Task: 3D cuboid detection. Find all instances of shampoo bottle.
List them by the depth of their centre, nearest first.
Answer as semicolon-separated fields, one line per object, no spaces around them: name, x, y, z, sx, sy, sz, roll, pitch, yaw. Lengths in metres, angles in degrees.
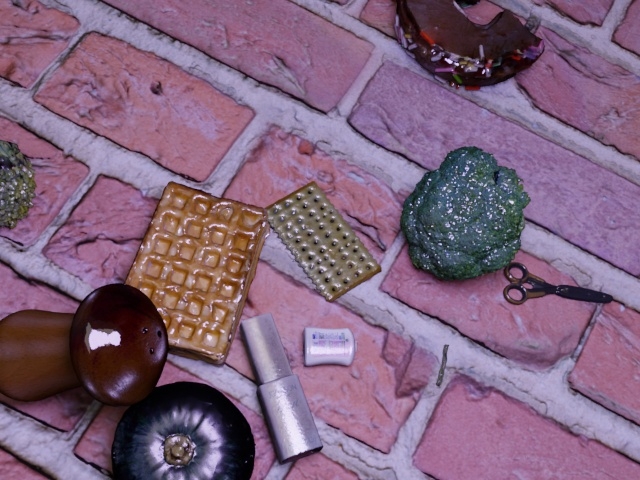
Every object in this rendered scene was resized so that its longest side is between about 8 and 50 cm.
shampoo bottle;0.019;0.192;1.469;0.099;0.043;0.072;1;67;-8

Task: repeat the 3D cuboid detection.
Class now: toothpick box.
toothpick box;-0.386;0.173;1.297;0.295;0.192;0.192;-9;62;27

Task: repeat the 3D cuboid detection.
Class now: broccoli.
broccoli;-0.645;-0.095;1.476;0.243;0.273;0.180;-5;112;-19
broccoli;0.281;-0.050;1.523;0.270;0.270;0.269;3;60;-46

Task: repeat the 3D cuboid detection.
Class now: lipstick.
lipstick;-0.075;0.255;1.409;0.079;0.077;0.252;-17;70;-15

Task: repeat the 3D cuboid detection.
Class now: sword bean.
sword bean;0.227;0.230;1.498;0.012;0.012;0.083;16;64;0

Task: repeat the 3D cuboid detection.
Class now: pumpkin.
pumpkin;-0.218;0.343;1.306;0.233;0.163;0.233;1;66;-3

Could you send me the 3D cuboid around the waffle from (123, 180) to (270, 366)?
waffle;-0.227;0.057;1.473;0.213;0.091;0.307;17;66;-1

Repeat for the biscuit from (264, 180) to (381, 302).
biscuit;0.000;0.000;1.568;0.139;0.016;0.231;-31;74;-20

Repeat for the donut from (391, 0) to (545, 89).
donut;0.295;-0.461;1.750;0.259;0.136;0.345;-31;73;-17

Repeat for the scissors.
scissors;0.466;0.097;1.586;0.220;0.017;0.088;10;65;-4
